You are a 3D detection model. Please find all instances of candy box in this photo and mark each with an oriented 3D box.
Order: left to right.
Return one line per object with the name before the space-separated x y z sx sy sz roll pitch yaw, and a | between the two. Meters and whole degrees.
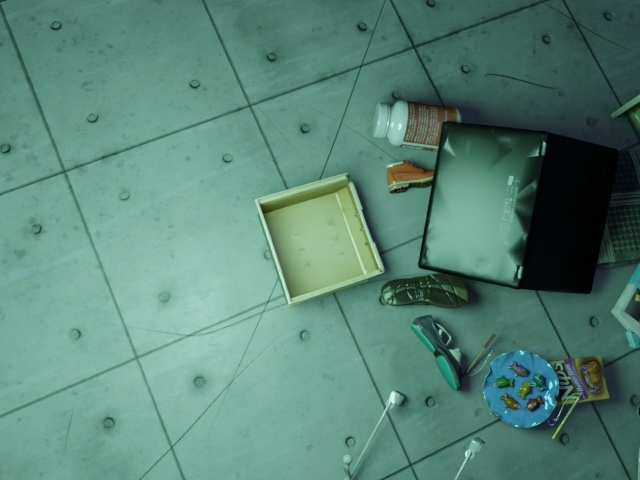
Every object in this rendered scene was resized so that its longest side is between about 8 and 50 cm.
candy box | 0.624 0.356 1.582 0.186 0.053 0.109 -6 79 -7

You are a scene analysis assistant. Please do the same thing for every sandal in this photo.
sandal | 0.264 0.135 1.585 0.219 0.060 0.090 -5 72 6

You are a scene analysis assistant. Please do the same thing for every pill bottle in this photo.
pill bottle | 0.250 -0.302 1.644 0.216 0.121 0.121 7 77 -7

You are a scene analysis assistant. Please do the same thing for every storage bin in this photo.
storage bin | 0.000 0.000 1.541 0.260 0.123 0.262 -17 80 -11

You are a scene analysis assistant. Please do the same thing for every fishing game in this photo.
fishing game | 0.490 0.363 1.535 0.264 0.041 0.189 38 87 15

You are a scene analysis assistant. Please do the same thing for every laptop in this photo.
laptop | 0.507 -0.080 1.606 0.407 0.236 0.382 12 96 26

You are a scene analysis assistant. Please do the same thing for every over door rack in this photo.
over door rack | 0.183 0.522 1.411 0.239 0.108 0.324 27 74 27

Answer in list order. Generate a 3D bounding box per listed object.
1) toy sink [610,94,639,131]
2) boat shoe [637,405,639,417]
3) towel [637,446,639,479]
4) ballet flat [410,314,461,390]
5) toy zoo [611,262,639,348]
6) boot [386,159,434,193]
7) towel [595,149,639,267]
toy sink | 0.966 -0.364 1.740 0.234 0.153 0.131 -25 82 -13
boat shoe | 0.874 0.464 1.598 0.133 0.042 0.049 34 77 2
towel | 0.888 0.605 1.576 0.197 0.029 0.144 9 79 -5
ballet flat | 0.306 0.271 1.551 0.074 0.074 0.203 -31 81 -13
toy zoo | 0.892 0.159 1.649 0.192 0.030 0.293 35 82 -9
boot | 0.250 -0.179 1.651 0.157 0.059 0.085 -9 74 -9
towel | 0.810 -0.089 1.716 0.312 0.056 0.324 -5 76 -12
